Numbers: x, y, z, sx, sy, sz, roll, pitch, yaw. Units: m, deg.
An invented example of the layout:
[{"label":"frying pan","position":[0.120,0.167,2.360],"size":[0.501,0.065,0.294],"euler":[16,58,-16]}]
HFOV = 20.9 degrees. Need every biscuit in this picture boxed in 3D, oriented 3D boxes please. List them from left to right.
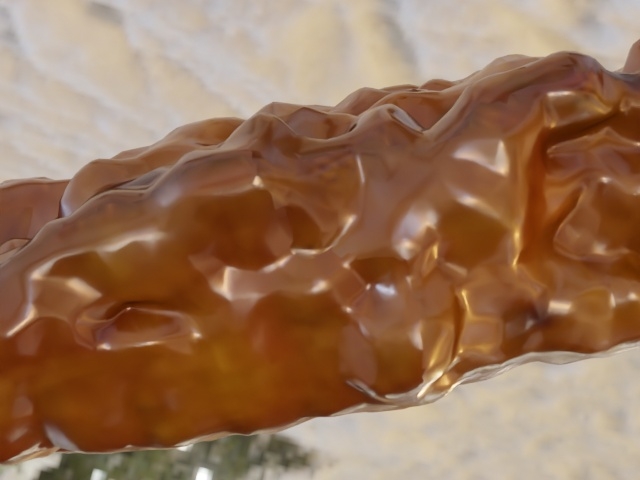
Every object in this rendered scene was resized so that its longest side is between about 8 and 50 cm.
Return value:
[{"label":"biscuit","position":[0.000,0.000,0.654],"size":[0.318,0.110,0.312],"euler":[-14,-179,-4]}]
